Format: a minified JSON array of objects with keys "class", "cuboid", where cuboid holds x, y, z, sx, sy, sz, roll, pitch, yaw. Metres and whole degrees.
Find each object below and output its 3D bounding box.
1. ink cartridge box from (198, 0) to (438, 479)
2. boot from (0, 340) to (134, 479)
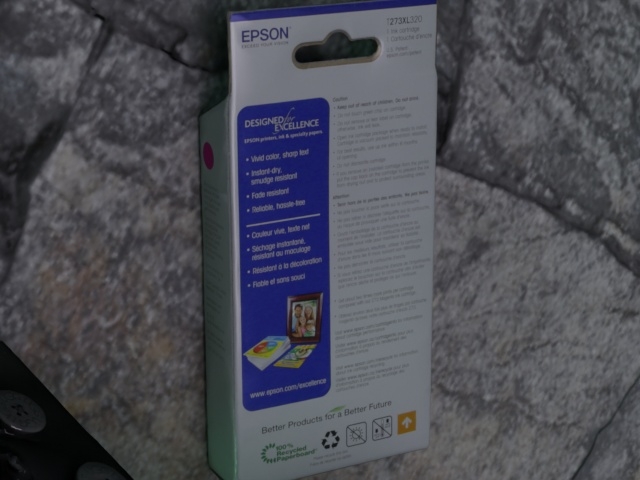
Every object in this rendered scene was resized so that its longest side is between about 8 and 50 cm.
[{"class":"ink cartridge box","cuboid":[0.000,0.000,1.185,0.176,0.069,0.371,-9,112,-27]},{"class":"boot","cuboid":[-0.091,0.227,1.015,0.367,0.445,0.146,3,117,-62]}]
